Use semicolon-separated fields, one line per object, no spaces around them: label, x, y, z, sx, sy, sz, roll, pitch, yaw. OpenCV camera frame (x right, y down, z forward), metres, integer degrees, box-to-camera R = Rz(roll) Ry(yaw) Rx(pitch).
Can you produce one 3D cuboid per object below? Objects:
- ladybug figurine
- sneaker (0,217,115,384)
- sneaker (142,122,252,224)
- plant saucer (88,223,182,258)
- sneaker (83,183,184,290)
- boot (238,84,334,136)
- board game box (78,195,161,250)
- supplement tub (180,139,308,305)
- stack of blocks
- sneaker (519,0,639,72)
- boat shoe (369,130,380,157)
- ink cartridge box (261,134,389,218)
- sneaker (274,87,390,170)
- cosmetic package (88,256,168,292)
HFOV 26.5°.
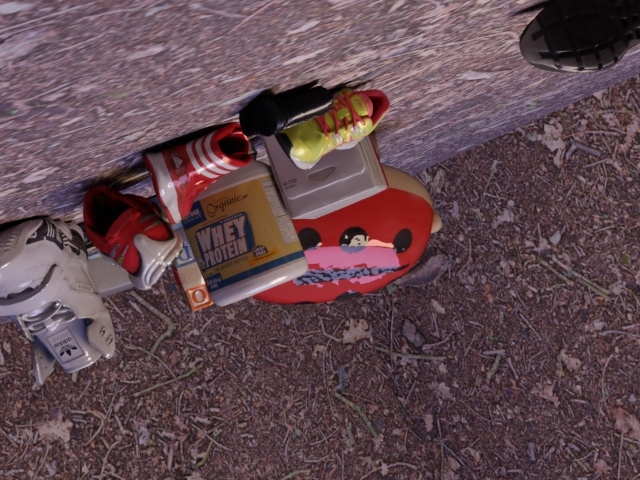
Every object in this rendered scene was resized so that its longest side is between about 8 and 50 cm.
ladybug figurine;0.000;0.000;2.402;0.450;0.162;0.305;-8;140;-7
sneaker;-0.383;0.086;1.884;0.137;0.210;0.366;-22;178;6
sneaker;-0.141;-0.082;1.679;0.128;0.087;0.221;-20;179;-2
plant saucer;-0.317;-0.018;2.342;0.195;0.037;0.195;-21;178;-1
sneaker;-0.259;-0.030;1.756;0.107;0.118;0.279;-48;-156;-8
boot;-0.031;-0.149;1.545;0.099;0.045;0.121;-18;-175;-20
board game box;-0.291;-0.031;2.163;0.243;0.042;0.165;-21;178;-6
supplement tub;-0.115;-0.023;1.869;0.144;0.199;0.144;-22;178;-1
stack of blocks;-0.139;-0.002;2.558;0.297;0.171;0.087;-21;-169;-13
sneaker;0.349;-0.262;1.709;0.267;0.101;0.106;-20;180;-28
boat shoe;0.072;-0.155;2.429;0.060;0.064;0.178;-12;171;1
ink cartridge box;0.010;-0.108;1.913;0.128;0.127;0.176;-21;179;8
sneaker;0.016;-0.152;1.679;0.094;0.081;0.208;-31;180;33
cosmetic package;-0.402;0.052;2.492;0.127;0.107;0.238;-22;175;27
